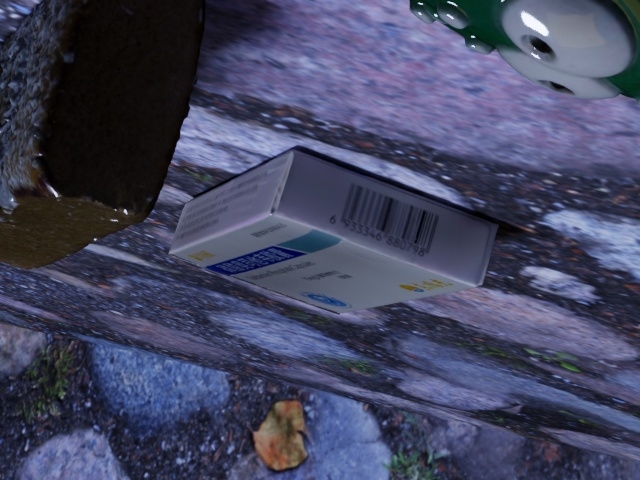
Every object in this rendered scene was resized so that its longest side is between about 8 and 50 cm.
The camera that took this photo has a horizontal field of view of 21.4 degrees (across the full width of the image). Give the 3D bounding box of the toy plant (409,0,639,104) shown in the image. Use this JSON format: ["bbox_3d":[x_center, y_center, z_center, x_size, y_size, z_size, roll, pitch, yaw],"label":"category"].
[{"bbox_3d":[0.109,-0.124,0.719,0.243,0.112,0.232,16,168,30],"label":"toy plant"}]

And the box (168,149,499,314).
[{"bbox_3d":[0.000,0.000,1.568,0.200,0.065,0.343,19,168,-16],"label":"box"}]

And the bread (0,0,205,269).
[{"bbox_3d":[-0.192,-0.079,1.229,0.113,0.165,0.416,15,169,-18],"label":"bread"}]
